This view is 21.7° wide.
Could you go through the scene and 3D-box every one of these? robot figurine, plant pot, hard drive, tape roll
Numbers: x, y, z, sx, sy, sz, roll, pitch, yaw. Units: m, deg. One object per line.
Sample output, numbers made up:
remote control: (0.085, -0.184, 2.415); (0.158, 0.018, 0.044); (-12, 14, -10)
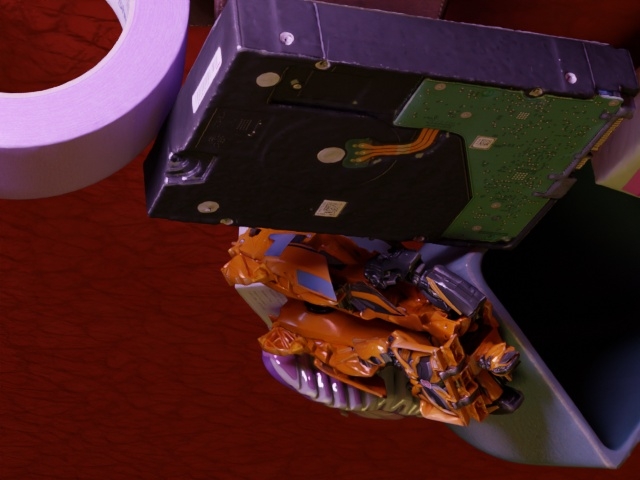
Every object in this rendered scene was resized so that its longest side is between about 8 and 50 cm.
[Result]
robot figurine: (0.052, 0.080, 1.521); (0.291, 0.085, 0.211); (19, 147, 40)
plant pot: (0.195, 0.067, 1.647); (0.248, 0.247, 0.252); (53, 145, -13)
hard drive: (0.052, -0.087, 1.331); (0.339, 0.064, 0.237); (5, 148, -21)
tape roll: (-0.243, -0.173, 1.335); (0.275, 0.275, 0.090); (6, 152, -6)

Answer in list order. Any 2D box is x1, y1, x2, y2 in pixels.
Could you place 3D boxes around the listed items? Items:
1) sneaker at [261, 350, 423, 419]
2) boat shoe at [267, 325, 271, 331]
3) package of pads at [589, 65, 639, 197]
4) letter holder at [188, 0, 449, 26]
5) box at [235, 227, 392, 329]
sneaker: (0.033, 0.143, 1.739); (0.236, 0.095, 0.104); (15, 158, -31)
boat shoe: (-0.018, 0.107, 2.051); (0.098, 0.109, 0.302); (1, 158, 2)
package of pads: (0.414, -0.130, 1.481); (0.229, 0.101, 0.296); (17, 137, -24)
letter holder: (-0.019, -0.212, 1.327); (0.214, 0.152, 0.302); (1, 149, -8)
box: (0.000, 0.000, 1.751); (0.119, 0.181, 0.182); (-6, 152, 18)
